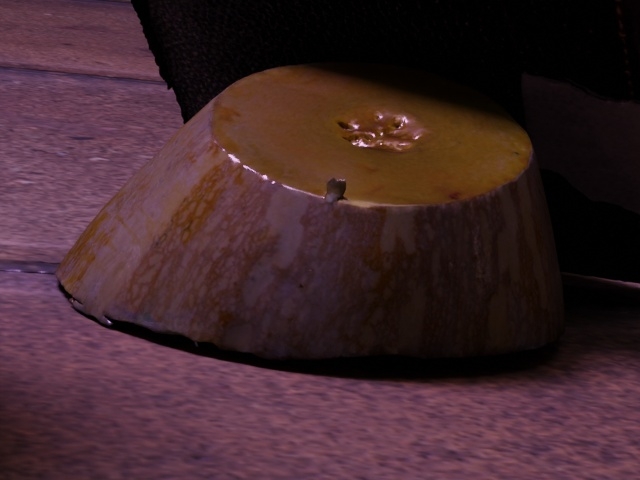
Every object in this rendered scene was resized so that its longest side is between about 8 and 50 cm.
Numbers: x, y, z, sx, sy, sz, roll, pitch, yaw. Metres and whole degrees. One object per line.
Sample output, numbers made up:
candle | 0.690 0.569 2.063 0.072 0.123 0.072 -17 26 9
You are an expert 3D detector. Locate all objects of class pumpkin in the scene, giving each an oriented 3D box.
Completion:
pumpkin | 0.004 -0.017 0.821 0.217 0.110 0.217 11 15 -3

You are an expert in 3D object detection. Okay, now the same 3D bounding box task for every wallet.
wallet | 0.034 -0.072 0.911 0.262 0.221 0.071 13 55 22
